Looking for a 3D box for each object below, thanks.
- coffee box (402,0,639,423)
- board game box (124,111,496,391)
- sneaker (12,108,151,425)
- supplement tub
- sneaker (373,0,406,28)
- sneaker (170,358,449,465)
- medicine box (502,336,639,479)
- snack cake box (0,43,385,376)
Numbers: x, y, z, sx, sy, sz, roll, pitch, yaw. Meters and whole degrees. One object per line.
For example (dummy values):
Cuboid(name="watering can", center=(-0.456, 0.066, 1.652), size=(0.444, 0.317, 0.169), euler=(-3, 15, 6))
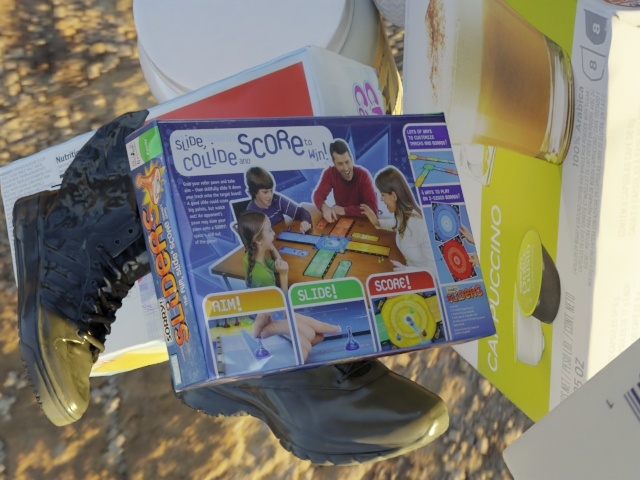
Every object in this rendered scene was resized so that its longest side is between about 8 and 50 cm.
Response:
Cuboid(name="coffee box", center=(0.278, -0.067, 1.139), size=(0.338, 0.334, 0.337), euler=(-8, 113, -20))
Cuboid(name="board game box", center=(0.000, 0.000, 0.761), size=(0.035, 0.201, 0.136), euler=(-23, 75, 50))
Cuboid(name="sneaker", center=(-0.122, 0.013, 0.783), size=(0.089, 0.051, 0.170), euler=(-16, 62, 6))
Cuboid(name="supplement tub", center=(-0.046, -0.173, 1.365), size=(0.228, 0.316, 0.228), euler=(-3, 74, 9))
Cuboid(name="sneaker", center=(0.112, -0.312, 1.314), size=(0.101, 0.153, 0.268), euler=(8, 83, 16))
Cuboid(name="sneaker", center=(-0.019, 0.106, 1.216), size=(0.286, 0.109, 0.130), euler=(14, 113, 31))
Cuboid(name="medicine box", center=(0.296, 0.137, 0.735), size=(0.263, 0.149, 0.289), euler=(-43, 124, 15))
Cuboid(name="snack cake box", center=(-0.079, -0.010, 0.922), size=(0.264, 0.089, 0.152), euler=(-17, 78, 30))
